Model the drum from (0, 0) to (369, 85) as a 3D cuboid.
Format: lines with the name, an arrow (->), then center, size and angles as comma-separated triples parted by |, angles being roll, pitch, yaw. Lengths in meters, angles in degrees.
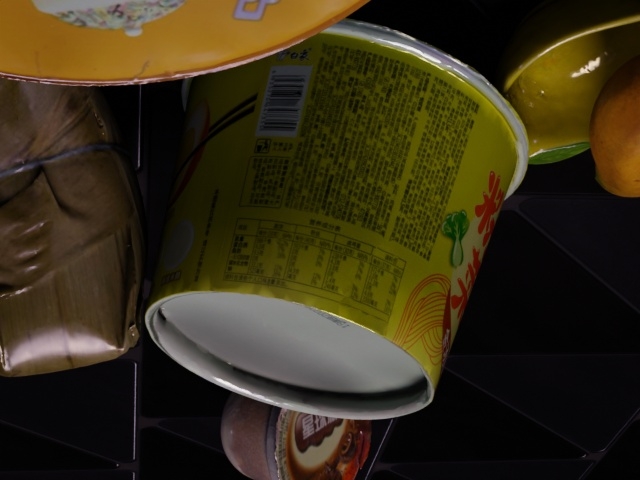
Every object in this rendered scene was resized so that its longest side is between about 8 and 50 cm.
drum -> -0.116, -0.286, 0.580 | 0.431, 0.214, 0.431 | -3, 147, -2

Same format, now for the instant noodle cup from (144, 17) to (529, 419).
instant noodle cup -> 0.000, 0.000, 0.965 | 0.311, 0.221, 0.311 | 13, 154, 7

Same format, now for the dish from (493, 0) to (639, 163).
dish -> 0.205, -0.146, 0.973 | 0.149, 0.080, 0.208 | 13, 142, -33

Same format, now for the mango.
mango -> 0.268, -0.086, 0.930 | 0.115, 0.089, 0.165 | -20, 152, 8

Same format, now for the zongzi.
zongzi -> -0.248, -0.094, 0.971 | 0.160, 0.360, 0.323 | -17, -170, -13

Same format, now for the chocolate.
chocolate -> -0.044, 0.237, 1.468 | 0.147, 0.221, 0.221 | -2, 155, 38
